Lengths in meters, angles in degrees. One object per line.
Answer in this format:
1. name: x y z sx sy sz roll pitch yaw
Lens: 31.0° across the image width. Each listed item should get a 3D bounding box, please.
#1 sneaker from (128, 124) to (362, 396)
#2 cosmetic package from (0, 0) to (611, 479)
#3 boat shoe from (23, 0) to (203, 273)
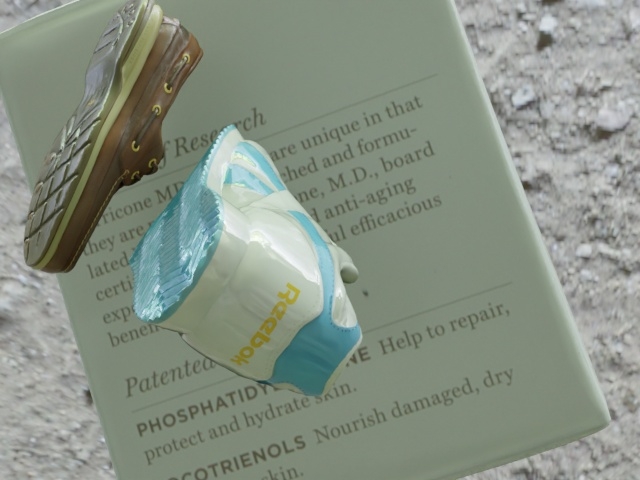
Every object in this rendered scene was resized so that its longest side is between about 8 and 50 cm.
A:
1. sneaker: -0.037 0.009 0.583 0.092 0.229 0.087 34 103 -15
2. cosmetic package: 0.000 0.000 0.918 0.327 0.329 0.394 -20 82 9
3. boat shoe: -0.121 -0.058 0.691 0.064 0.060 0.178 0 65 56
